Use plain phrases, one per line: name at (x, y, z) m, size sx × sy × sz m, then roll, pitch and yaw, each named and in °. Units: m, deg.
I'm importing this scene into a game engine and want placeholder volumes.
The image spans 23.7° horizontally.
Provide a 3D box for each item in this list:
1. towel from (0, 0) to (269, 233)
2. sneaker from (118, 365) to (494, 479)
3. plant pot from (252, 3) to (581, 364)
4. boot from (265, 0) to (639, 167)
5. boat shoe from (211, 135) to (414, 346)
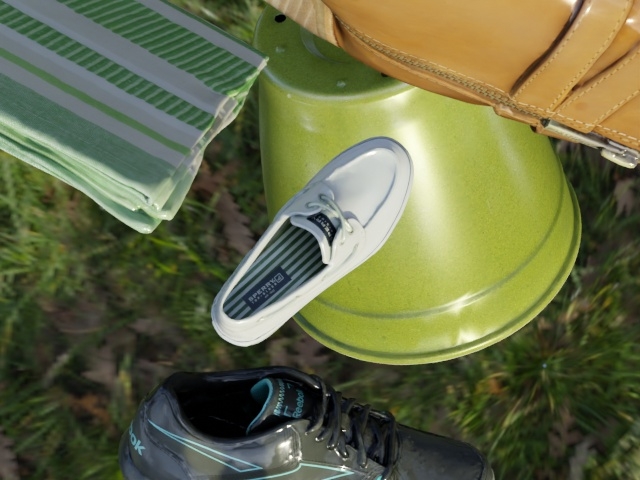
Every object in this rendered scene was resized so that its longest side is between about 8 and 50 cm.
towel at (-0.178, -0.132, 1.110) m, size 0.248 × 0.325 × 0.038 m, roll 29°, pitch 116°, yaw -2°
sneaker at (-0.003, 0.149, 1.053) m, size 0.267 × 0.106 × 0.101 m, roll 7°, pitch 45°, yaw -10°
plant pot at (0.082, -0.116, 1.667) m, size 0.366 × 0.353 × 0.366 m, roll -9°, pitch 47°, yaw 10°
boot at (0.061, -0.096, 0.526) m, size 0.220 × 0.283 × 0.109 m, roll 27°, pitch 81°, yaw -1°
boat shoe at (0.000, 0.000, 1.271) m, size 0.083 × 0.076 × 0.226 m, roll 39°, pitch 80°, yaw 5°
